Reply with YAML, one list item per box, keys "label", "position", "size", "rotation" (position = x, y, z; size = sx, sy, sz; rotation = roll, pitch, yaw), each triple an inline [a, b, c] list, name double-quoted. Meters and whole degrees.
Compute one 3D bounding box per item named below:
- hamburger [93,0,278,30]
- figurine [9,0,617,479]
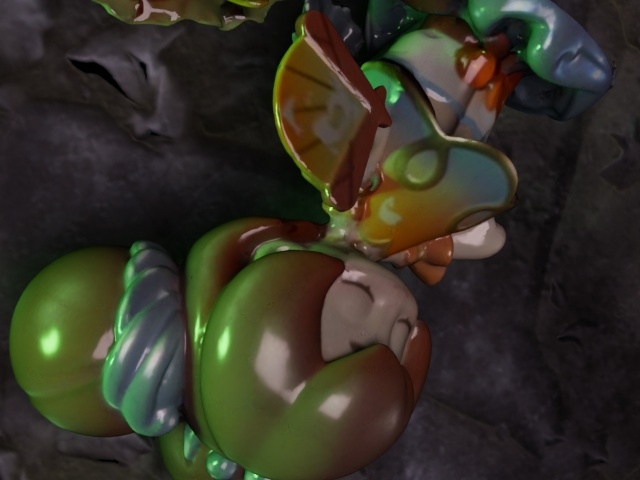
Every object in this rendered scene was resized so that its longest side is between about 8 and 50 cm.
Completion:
- label: "hamburger"
  position: [-0.094, -0.264, 1.036]
  size: [0.274, 0.212, 0.274]
  rotation: [10, 71, -32]
- label: "figurine"
  position: [0.000, 0.000, 1.120]
  size: [0.276, 0.248, 0.388]
  rotation: [37, 77, -39]
